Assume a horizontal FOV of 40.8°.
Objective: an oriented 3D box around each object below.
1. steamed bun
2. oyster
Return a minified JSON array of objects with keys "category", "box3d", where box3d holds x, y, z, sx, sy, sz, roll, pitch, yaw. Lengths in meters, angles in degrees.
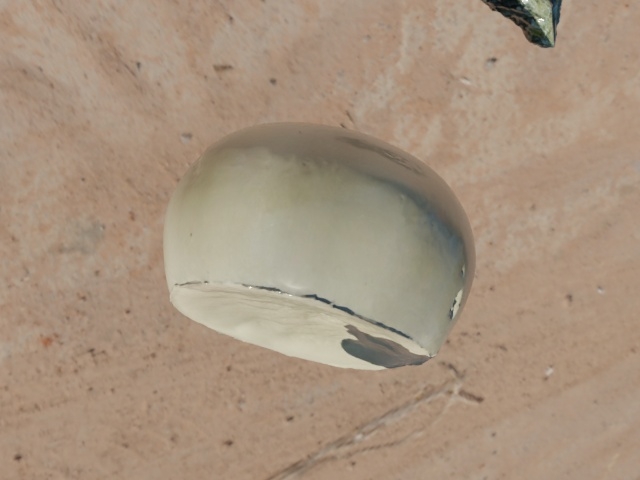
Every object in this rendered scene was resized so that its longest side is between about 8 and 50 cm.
[{"category":"steamed bun","box3d":[0.000,0.000,0.888,0.324,0.324,0.206,33,63,-42]},{"category":"oyster","box3d":[0.161,-0.334,0.974,0.252,0.199,0.087,12,131,-32]}]
